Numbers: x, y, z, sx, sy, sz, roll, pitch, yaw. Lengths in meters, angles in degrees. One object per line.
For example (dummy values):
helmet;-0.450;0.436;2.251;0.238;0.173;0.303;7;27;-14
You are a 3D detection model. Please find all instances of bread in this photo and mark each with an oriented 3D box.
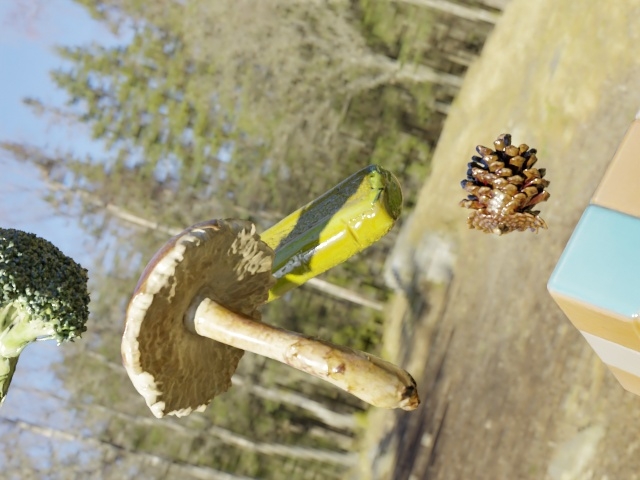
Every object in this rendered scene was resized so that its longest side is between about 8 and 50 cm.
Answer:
bread;0.000;0.000;2.289;0.384;0.112;0.166;-32;33;20

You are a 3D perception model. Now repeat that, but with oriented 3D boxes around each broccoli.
broccoli;-0.479;0.141;1.682;0.361;0.252;0.221;-48;-25;22

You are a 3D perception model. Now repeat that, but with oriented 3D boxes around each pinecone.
pinecone;0.380;-0.114;2.412;0.168;0.186;0.212;-150;67;-86

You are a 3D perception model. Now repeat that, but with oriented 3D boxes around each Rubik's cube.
Rubik's cube;0.516;0.028;1.322;0.346;0.344;0.347;-59;-37;-11

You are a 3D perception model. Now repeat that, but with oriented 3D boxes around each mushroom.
mushroom;-0.061;0.079;1.293;0.233;0.302;0.207;54;-149;-61
